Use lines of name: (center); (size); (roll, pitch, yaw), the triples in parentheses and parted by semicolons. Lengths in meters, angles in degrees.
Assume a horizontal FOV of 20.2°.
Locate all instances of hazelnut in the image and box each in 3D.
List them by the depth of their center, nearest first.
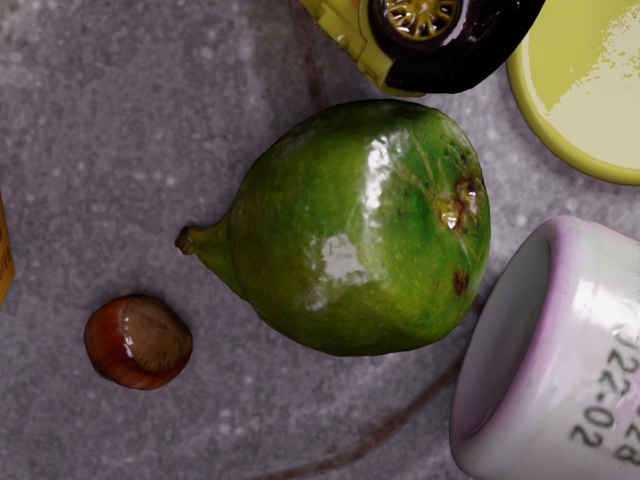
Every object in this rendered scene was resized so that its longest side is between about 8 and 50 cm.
hazelnut: (-0.148, 0.084, 1.433); (0.086, 0.086, 0.086); (0, 106, -2)

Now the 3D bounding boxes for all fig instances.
fig: (0.000, 0.000, 1.390); (0.235, 0.203, 0.203); (-11, 111, 43)

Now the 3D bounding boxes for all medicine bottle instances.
medicine bottle: (0.312, 0.147, 1.389); (0.388, 0.219, 0.219); (23, 104, -7)

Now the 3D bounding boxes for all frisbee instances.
frisbee: (0.262, -0.155, 1.406); (0.235, 0.017, 0.236); (0, 106, -1)

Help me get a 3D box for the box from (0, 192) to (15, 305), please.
box: (-0.295, -0.072, 1.330); (0.076, 0.174, 0.274); (-8, 106, -1)

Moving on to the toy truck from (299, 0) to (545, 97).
toy truck: (0.120, -0.308, 1.266); (0.254, 0.180, 0.405); (41, 103, 15)
